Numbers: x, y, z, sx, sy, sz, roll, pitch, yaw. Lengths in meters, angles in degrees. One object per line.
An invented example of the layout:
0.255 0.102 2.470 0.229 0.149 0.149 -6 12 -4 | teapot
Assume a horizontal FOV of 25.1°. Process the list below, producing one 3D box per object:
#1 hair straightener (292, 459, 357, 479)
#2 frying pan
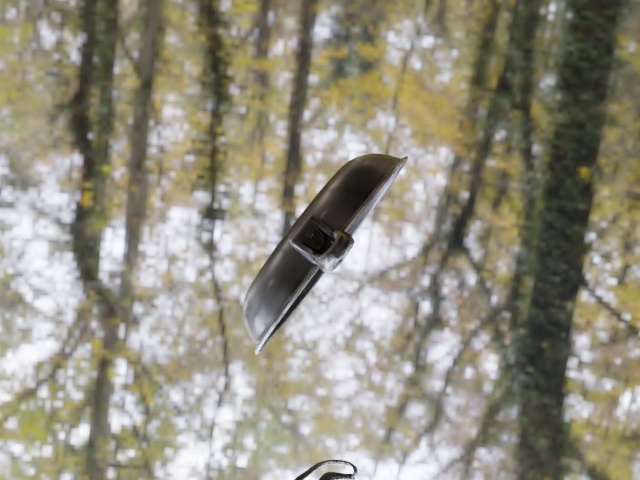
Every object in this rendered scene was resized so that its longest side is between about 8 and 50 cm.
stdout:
-0.042 0.273 1.155 0.047 0.230 0.089 35 -176 23 | hair straightener
-0.016 0.022 1.080 0.053 0.197 0.326 38 -159 3 | frying pan
